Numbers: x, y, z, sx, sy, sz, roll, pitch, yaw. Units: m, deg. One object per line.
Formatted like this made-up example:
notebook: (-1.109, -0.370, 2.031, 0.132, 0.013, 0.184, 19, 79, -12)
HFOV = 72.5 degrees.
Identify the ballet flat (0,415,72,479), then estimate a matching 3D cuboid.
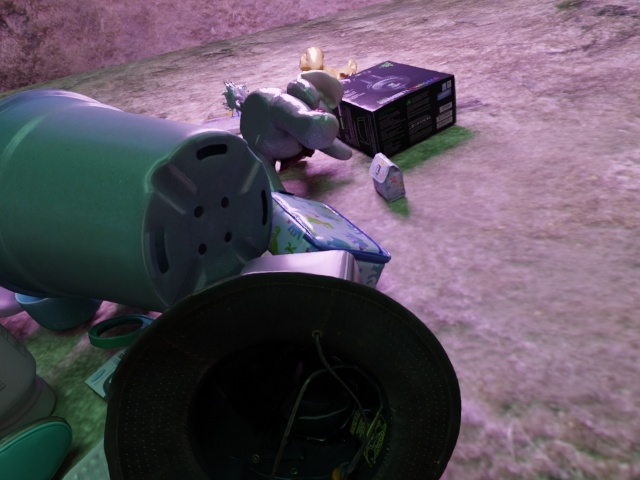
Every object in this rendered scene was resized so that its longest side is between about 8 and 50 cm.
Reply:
ballet flat: (-0.431, 0.334, 0.519, 0.096, 0.095, 0.280, -7, 35, 36)

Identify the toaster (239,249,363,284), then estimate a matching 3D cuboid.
toaster: (-0.016, 0.109, 0.585, 0.185, 0.168, 0.110, -6, 37, 14)

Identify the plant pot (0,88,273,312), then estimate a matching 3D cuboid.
plant pot: (-0.275, -0.044, 0.652, 0.334, 0.341, 0.341, 11, 45, 27)

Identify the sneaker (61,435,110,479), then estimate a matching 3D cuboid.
sneaker: (-0.203, 0.252, 0.524, 0.126, 0.127, 0.321, 25, 74, 8)

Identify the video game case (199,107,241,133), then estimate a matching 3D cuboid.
video game case: (-0.302, -0.398, 1.453, 0.212, 0.023, 0.193, -7, 38, 12)

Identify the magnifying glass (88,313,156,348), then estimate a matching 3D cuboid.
magnifying glass: (-0.276, 0.150, 0.729, 0.230, 0.026, 0.092, 0, 15, 10)

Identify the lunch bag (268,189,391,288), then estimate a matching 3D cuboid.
lunch bag: (0.000, 0.000, 0.731, 0.176, 0.090, 0.219, 13, 20, -37)

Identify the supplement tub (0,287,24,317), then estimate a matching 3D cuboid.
supplement tub: (-0.710, 0.018, 0.835, 0.337, 0.207, 0.207, 9, 43, 14)

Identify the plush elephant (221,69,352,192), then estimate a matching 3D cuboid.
plush elephant: (-0.045, -0.246, 0.992, 0.255, 0.272, 0.330, -11, 53, -42)

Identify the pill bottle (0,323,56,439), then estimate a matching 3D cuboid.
pill bottle: (-0.486, 0.185, 0.608, 0.131, 0.229, 0.131, -10, 38, 8)

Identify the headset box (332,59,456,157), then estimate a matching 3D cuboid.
headset box: (0.162, -0.353, 1.138, 0.246, 0.131, 0.283, -28, 38, -16)

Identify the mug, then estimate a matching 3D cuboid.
mug: (-0.472, 0.095, 0.827, 0.129, 0.097, 0.158, 4, 41, 26)

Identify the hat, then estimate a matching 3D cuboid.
hat: (-0.035, 0.166, 0.458, 0.331, 0.331, 0.134, -18, 12, -3)

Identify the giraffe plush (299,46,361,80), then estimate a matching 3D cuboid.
giraffe plush: (0.039, -0.506, 1.373, 0.170, 0.182, 0.210, -4, 22, -20)

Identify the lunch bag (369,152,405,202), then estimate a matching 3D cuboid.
lunch bag: (0.137, -0.133, 0.908, 0.053, 0.083, 0.071, -23, 38, -9)

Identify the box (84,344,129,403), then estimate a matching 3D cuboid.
box: (-0.298, 0.214, 0.671, 0.136, 0.028, 0.081, 17, 47, 33)
